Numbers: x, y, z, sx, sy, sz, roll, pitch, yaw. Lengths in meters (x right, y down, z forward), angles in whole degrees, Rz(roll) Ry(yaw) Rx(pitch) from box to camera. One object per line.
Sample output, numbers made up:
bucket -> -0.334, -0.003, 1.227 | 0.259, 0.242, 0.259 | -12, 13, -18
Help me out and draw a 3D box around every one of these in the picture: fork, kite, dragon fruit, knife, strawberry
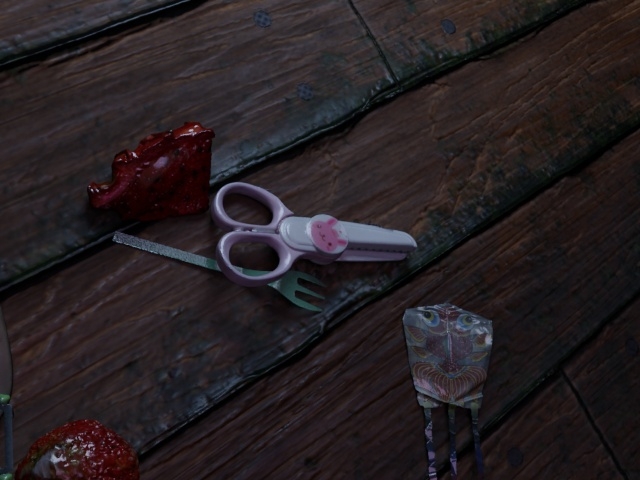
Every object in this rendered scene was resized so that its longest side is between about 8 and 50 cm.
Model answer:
fork -> -0.097, 0.030, 0.712 | 0.235, 0.021, 0.039 | 18, 67, -20
kite -> 0.156, 0.185, 0.790 | 0.127, 0.016, 0.229 | 4, 75, -20
dragon fruit -> -0.166, -0.074, 0.684 | 0.131, 0.063, 0.097 | -10, 81, -26
knife -> -0.270, 0.221, 0.548 | 0.054, 0.015, 0.212 | 5, 100, 12
strawberry -> -0.205, 0.199, 0.578 | 0.106, 0.106, 0.106 | 6, 74, -23

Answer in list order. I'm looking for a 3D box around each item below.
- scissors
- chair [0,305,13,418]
scissors -> 0.000, 0.000, 0.751 | 0.242, 0.030, 0.118 | 6, 58, -26
chair -> -0.395, 0.093, 0.473 | 0.326, 0.183, 0.175 | -13, 83, -25
